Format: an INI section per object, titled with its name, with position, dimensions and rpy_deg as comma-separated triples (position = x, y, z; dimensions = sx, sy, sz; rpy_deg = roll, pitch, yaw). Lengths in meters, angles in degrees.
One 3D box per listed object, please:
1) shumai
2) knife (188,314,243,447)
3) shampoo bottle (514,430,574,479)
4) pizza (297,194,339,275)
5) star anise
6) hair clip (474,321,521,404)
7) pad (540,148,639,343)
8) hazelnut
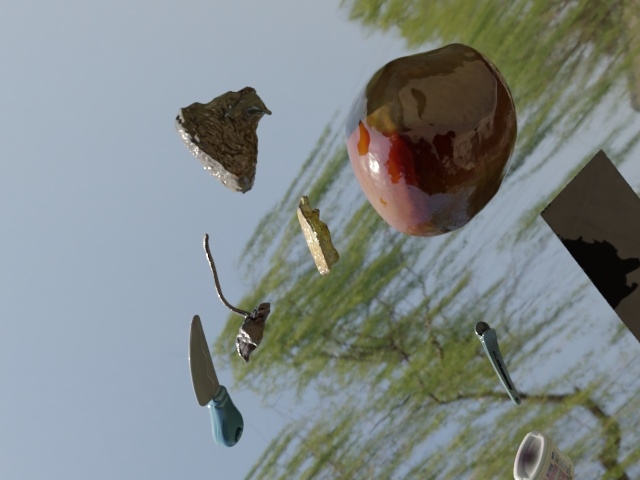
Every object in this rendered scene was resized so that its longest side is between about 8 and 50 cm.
[shumai]
position = -0.167, -0.208, 1.663
dimensions = 0.206, 0.175, 0.166
rpy_deg = 50, 175, 8
[knife]
position = -0.141, 0.190, 1.102
dimensions = 0.032, 0.244, 0.058
rpy_deg = 14, -129, 24
[shampoo bottle]
position = 0.297, 0.302, 1.127
dimensions = 0.099, 0.043, 0.072
rpy_deg = 42, -118, -37
[pizza]
position = 0.001, 0.000, 1.449
dimensions = 0.035, 0.160, 0.099
rpy_deg = -27, -146, -11
[star anise]
position = -0.206, 0.132, 1.894
dimensions = 0.227, 0.219, 0.148
rpy_deg = 28, -173, 4
[hair clip]
position = 0.449, 0.307, 2.138
dimensions = 0.230, 0.039, 0.070
rpy_deg = 62, 175, -15
[pad]
position = 0.420, 0.010, 1.191
dimensions = 0.163, 0.004, 0.243
rpy_deg = -41, -86, -26
[hazelnut]
position = 0.216, -0.195, 1.660
dimensions = 0.365, 0.366, 0.366
rpy_deg = 23, -147, -16
